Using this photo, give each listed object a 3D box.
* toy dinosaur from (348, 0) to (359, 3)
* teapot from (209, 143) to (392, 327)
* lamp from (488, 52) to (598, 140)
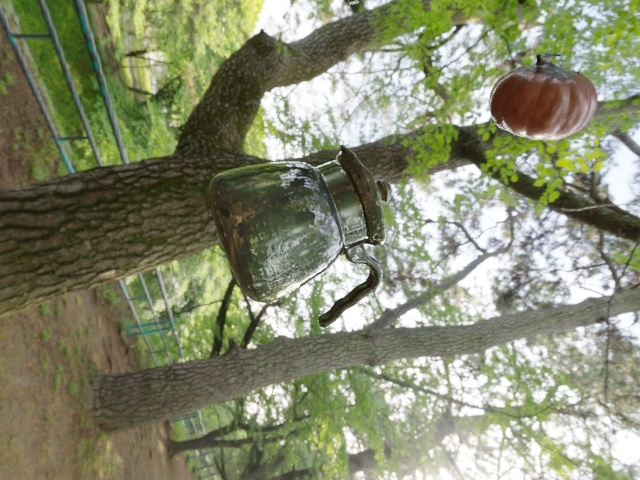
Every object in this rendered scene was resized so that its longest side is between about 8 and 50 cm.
[{"bbox_3d":[0.063,-0.542,0.777,0.363,0.077,0.147,17,-61,58],"label":"toy dinosaur"},{"bbox_3d":[-0.001,-0.007,0.661,0.223,0.286,0.305,108,-39,-84],"label":"teapot"},{"bbox_3d":[0.407,-0.263,0.737,0.182,0.182,0.140,-118,-155,-48],"label":"lamp"}]
